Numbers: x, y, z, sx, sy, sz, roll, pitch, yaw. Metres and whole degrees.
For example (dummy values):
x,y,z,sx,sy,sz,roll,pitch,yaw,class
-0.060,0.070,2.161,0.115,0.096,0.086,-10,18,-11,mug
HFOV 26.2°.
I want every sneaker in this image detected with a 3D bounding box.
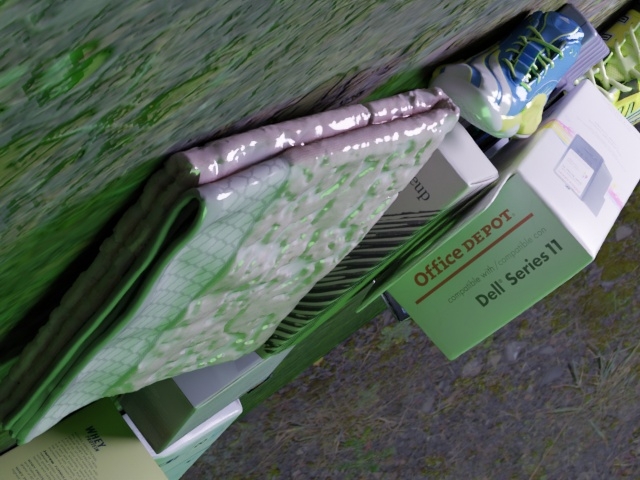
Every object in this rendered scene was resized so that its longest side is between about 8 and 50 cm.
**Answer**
x,y,z,sx,sy,sz,roll,pitch,yaw,class
0.174,-0.164,1.258,0.126,0.091,0.240,-58,168,11,sneaker
0.391,-0.206,1.715,0.147,0.145,0.384,-31,169,-48,sneaker

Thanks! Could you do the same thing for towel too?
x,y,z,sx,sy,sz,roll,pitch,yaw,class
-0.072,0.021,1.077,0.317,0.053,0.332,-20,158,-49,towel

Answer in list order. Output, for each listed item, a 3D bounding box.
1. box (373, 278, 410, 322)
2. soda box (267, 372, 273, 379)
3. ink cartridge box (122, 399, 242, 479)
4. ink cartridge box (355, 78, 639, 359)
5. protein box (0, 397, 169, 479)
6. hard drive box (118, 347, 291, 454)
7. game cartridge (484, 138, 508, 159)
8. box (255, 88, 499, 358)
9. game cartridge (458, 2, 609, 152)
x,y,z,sx,sy,sz,roll,pitch,yaw,class
0.232,-0.005,1.858,0.322,0.079,0.257,-29,178,7,box
-0.115,0.198,2.132,0.053,0.060,0.169,-38,172,-5,soda box
-0.320,0.344,1.911,0.385,0.091,0.308,-30,169,-35,ink cartridge box
0.195,-0.012,1.402,0.207,0.119,0.353,-41,-178,35,ink cartridge box
-0.282,0.321,1.547,0.136,0.200,0.201,-42,172,36,protein box
-0.129,0.148,1.640,0.181,0.089,0.232,-34,172,-27,hard drive box
0.224,-0.088,2.014,0.294,0.060,0.196,-28,164,-51,game cartridge
0.024,-0.014,1.289,0.275,0.113,0.094,-42,170,25,box
0.162,-0.118,1.518,0.355,0.068,0.230,-39,177,14,game cartridge
